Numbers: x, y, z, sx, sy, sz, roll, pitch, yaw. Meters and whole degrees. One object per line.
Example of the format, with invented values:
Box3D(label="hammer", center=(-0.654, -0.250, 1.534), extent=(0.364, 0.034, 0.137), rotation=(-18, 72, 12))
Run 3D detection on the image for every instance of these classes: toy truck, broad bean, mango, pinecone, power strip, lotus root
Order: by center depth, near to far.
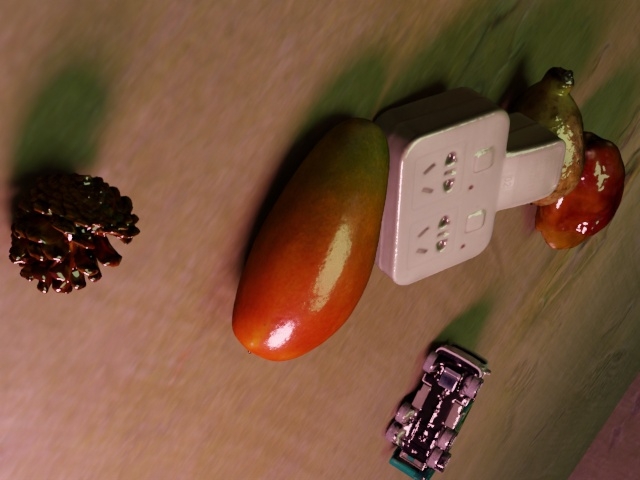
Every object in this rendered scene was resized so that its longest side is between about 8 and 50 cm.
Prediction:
Box3D(label="pinecone", center=(-0.208, -0.009, 0.726), extent=(0.109, 0.102, 0.102), rotation=(-32, 158, 27))
Box3D(label="mango", center=(-0.004, 0.001, 0.973), extent=(0.146, 0.129, 0.289), rotation=(9, 102, -54))
Box3D(label="power strip", center=(0.173, -0.094, 1.151), extent=(0.261, 0.141, 0.230), rotation=(-21, 134, -24))
Box3D(label="lotus root", center=(0.321, -0.150, 1.271), extent=(0.138, 0.138, 0.214), rotation=(-27, 129, -39))
Box3D(label="broad bean", center=(0.441, -0.078, 1.499), extent=(0.156, 0.122, 0.229), rotation=(-31, 137, -38))
Box3D(label="toy truck", center=(0.203, 0.300, 1.530), extent=(0.124, 0.114, 0.253), rotation=(-14, 130, -65))
